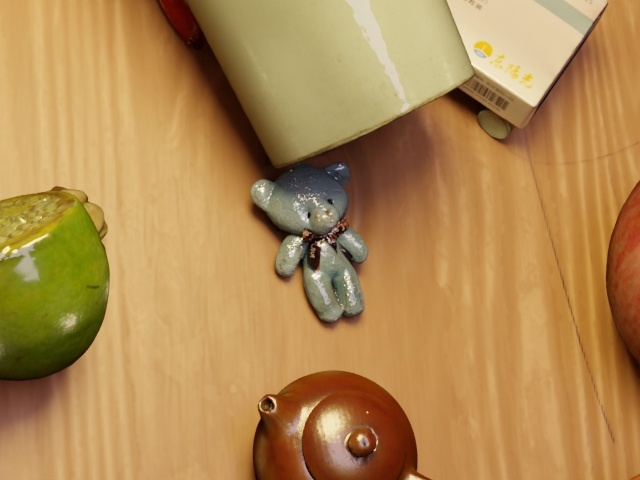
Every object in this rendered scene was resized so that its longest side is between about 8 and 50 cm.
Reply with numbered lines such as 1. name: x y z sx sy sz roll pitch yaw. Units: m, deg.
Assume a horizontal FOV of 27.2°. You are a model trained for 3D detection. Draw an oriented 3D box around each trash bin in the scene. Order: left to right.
1. trash bin: -0.032 -0.321 1.410 0.280 0.280 0.432 -29 98 -26

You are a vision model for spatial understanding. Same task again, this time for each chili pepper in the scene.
1. chili pepper: -0.161 -0.298 1.518 0.088 0.065 0.169 -8 81 -40

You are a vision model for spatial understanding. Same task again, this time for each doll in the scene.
1. doll: 0.001 -0.002 1.456 0.120 0.075 0.180 -15 77 -21

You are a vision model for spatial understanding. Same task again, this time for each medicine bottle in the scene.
1. medicine bottle: 0.233 -0.168 1.617 0.047 0.047 0.083 41 63 -2

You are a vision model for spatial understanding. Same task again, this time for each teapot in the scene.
1. teapot: 0.041 0.228 1.358 0.252 0.135 0.178 28 68 -8

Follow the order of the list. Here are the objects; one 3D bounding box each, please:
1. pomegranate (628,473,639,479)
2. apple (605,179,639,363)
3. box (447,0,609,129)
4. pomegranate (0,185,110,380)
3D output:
1. pomegranate: 0.413 0.351 1.397 0.270 0.229 0.252 -33 86 -32
2. apple: 0.485 0.045 1.525 0.344 0.269 0.345 6 51 -8
3. box: 0.156 -0.306 1.600 0.343 0.065 0.200 35 63 5
4. pomegranate: -0.296 0.044 1.300 0.190 0.241 0.159 -20 115 -3
